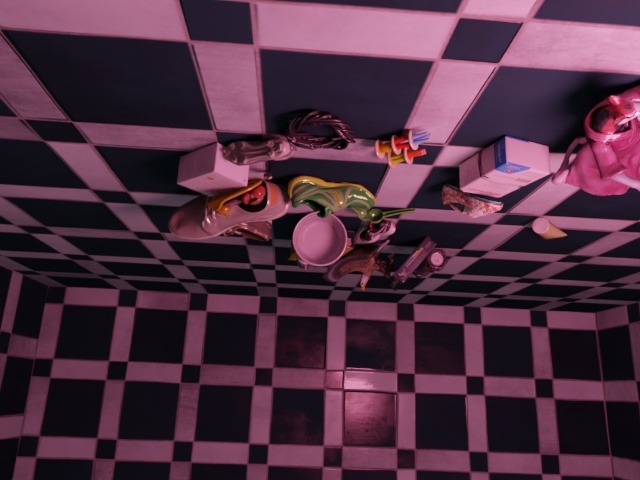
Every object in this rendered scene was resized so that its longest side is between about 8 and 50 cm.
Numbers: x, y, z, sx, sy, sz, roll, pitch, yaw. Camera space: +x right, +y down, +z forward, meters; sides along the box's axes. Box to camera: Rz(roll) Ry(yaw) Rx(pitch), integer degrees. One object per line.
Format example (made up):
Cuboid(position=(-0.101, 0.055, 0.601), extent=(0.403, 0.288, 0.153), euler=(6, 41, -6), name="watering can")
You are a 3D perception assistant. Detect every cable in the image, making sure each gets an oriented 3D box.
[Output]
Cuboid(position=(0.006, -0.280, 1.337), extent=(0.184, 0.047, 0.150), euler=(9, 158, -14), name="cable")

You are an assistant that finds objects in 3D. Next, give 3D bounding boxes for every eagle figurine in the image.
Cuboid(position=(0.178, 0.111, 2.343), extent=(0.298, 0.225, 0.226), euler=(10, 149, 17), name="eagle figurine")

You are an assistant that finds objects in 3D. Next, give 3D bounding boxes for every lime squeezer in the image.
Cuboid(position=(0.179, -0.104, 1.878), extent=(0.310, 0.059, 0.110), euler=(10, 162, -23), name="lime squeezer")

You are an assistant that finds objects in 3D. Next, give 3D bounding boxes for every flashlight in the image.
Cuboid(position=(0.523, 0.116, 2.524), extent=(0.103, 0.103, 0.304), euler=(34, 168, 5), name="flashlight")

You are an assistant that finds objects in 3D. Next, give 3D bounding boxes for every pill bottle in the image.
Cuboid(position=(-0.059, 0.068, 2.132), extent=(0.078, 0.078, 0.137), euler=(3, 162, -1), name="pill bottle")

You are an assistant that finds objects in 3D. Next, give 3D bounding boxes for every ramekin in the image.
Cuboid(position=(0.000, 0.000, 2.007), extent=(0.207, 0.207, 0.109), euler=(1, 172, 3), name="ramekin")

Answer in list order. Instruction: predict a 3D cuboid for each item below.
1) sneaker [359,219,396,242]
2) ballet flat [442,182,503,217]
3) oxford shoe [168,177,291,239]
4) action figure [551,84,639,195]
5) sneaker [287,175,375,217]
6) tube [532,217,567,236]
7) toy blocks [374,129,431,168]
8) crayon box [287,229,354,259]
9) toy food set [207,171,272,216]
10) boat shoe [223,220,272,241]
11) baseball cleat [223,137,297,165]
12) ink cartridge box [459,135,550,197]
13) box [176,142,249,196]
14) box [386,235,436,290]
Cuboid(position=(0.212, -0.049, 2.070), extent=(0.077, 0.072, 0.178), euler=(27, 145, -30), name="sneaker")
Cuboid(position=(0.455, -0.112, 1.588), extent=(0.091, 0.077, 0.241), euler=(4, -162, -26), name="ballet flat")
Cuboid(position=(-0.320, -0.111, 1.738), extent=(0.449, 0.169, 0.130), euler=(-11, 163, 18), name="oxford shoe")
Cuboid(position=(0.663, -0.248, 1.185), extent=(0.275, 0.248, 0.370), euler=(24, -179, 38), name="action figure")
Cuboid(position=(0.034, -0.127, 1.698), extent=(0.295, 0.124, 0.109), euler=(7, 163, -16), name="sneaker")
Cuboid(position=(0.880, -0.034, 2.022), extent=(0.070, 0.062, 0.240), euler=(40, -166, 34), name="tube")
Cuboid(position=(0.236, -0.245, 1.390), extent=(0.148, 0.054, 0.123), euler=(-10, 159, 34), name="toy blocks")
Cuboid(position=(-0.007, 0.024, 2.248), extent=(0.202, 0.081, 0.318), euler=(9, 161, -18), name="crayon box")
Cuboid(position=(-0.228, -0.127, 1.578), extent=(0.218, 0.071, 0.128), euler=(-26, -163, -9), name="toy food set")
Cuboid(position=(-0.332, -0.063, 2.022), extent=(0.305, 0.091, 0.109), euler=(10, 162, -25), name="boat shoe")
Cuboid(position=(-0.161, -0.238, 1.442), extent=(0.205, 0.072, 0.109), euler=(4, -178, 29), name="baseball cleat")
Cuboid(position=(0.504, -0.199, 1.453), extent=(0.148, 0.086, 0.203), euler=(8, 163, -21), name="ink cartridge box")
Cuboid(position=(-0.314, -0.204, 1.539), extent=(0.170, 0.091, 0.130), euler=(-10, 159, 37), name="box")
Cuboid(position=(0.394, 0.103, 2.278), extent=(0.059, 0.233, 0.183), euler=(41, 167, 9), name="box")
